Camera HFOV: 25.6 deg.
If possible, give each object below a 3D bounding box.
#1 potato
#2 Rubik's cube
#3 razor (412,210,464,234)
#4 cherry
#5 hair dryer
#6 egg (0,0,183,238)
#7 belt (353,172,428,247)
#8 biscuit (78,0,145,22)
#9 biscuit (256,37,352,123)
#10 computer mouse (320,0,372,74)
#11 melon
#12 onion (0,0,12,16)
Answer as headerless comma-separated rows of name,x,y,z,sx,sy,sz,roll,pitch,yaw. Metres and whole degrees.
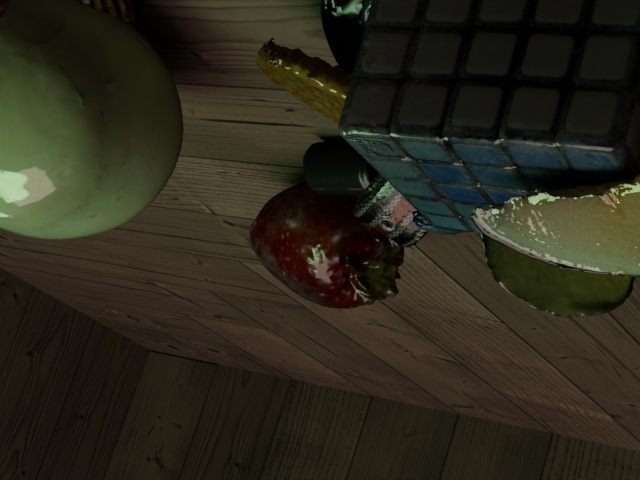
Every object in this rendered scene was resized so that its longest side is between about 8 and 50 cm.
potato,0.229,-0.068,1.381,0.160,0.271,0.111,-2,-165,0
Rubik's cube,0.181,-0.139,1.150,0.237,0.238,0.237,8,162,29
razor,0.234,-0.025,1.566,0.324,0.056,0.093,-8,180,-34
cherry,0.000,0.000,1.971,0.250,0.175,0.192,8,169,36
hair dryer,0.097,-0.063,1.861,0.114,0.070,0.248,3,163,45
egg,-0.300,-0.141,1.637,0.283,0.283,0.345,11,180,26
belt,0.145,-0.091,1.585,0.094,0.126,0.359,33,158,-6
biscuit,-0.188,-0.299,1.269,0.070,0.106,0.252,19,164,4
biscuit,0.048,-0.128,1.391,0.254,0.035,0.254,29,179,1
computer mouse,0.072,-0.195,1.352,0.137,0.096,0.233,14,166,18
melon,0.205,-0.011,1.039,0.182,0.054,0.098,-10,145,46
onion,-0.438,-0.288,1.297,0.337,0.282,0.260,6,-172,-12
